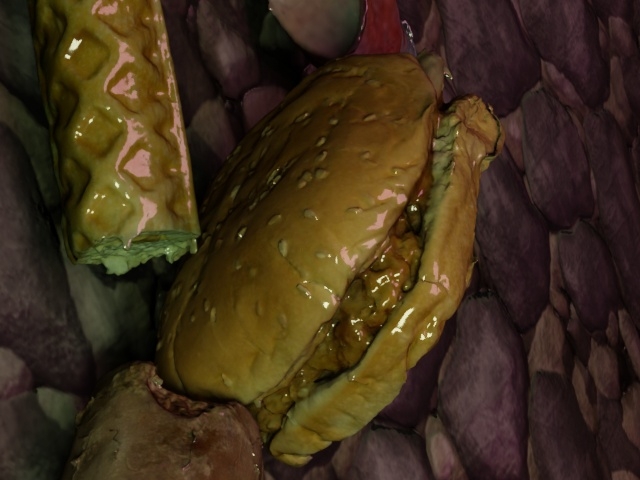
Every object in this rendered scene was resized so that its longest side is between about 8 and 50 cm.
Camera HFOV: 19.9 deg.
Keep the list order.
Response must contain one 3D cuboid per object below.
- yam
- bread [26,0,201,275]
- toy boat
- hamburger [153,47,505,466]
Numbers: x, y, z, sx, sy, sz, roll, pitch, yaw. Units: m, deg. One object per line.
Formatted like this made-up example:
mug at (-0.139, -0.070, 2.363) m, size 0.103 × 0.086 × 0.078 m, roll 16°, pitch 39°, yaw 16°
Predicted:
yam at (-0.108, 0.194, 1.052) m, size 0.128 × 0.129 × 0.238 m, roll 54°, pitch 32°, yaw -35°
bread at (-0.140, -0.114, 1.179) m, size 0.098 × 0.087 × 0.269 m, roll 5°, pitch 71°, yaw -57°
toy boat at (0.029, -0.214, 1.552) m, size 0.206 × 0.096 × 0.282 m, roll 65°, pitch 17°, yaw 11°
hamburger at (-0.001, 0.001, 1.202) m, size 0.145 × 0.259 × 0.283 m, roll 34°, pitch 36°, yaw -10°
